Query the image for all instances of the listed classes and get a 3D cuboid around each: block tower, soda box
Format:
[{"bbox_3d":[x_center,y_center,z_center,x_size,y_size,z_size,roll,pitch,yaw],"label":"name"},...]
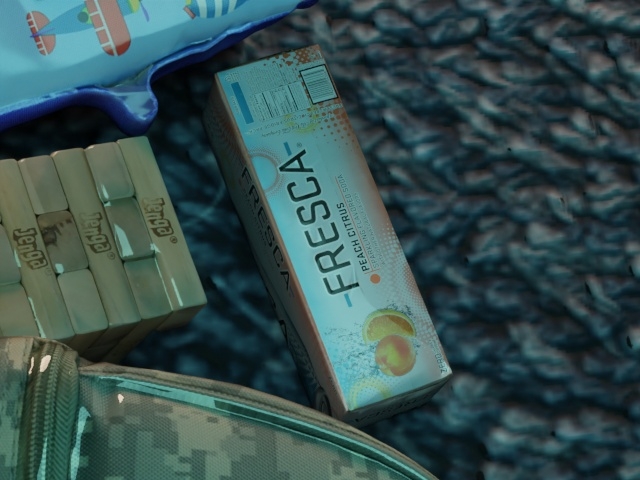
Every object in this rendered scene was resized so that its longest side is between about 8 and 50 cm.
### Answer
[{"bbox_3d":[-0.221,0.036,0.803,0.335,0.097,0.091,-12,73,-32],"label":"block tower"},{"bbox_3d":[0.000,0.000,0.923,0.058,0.063,0.183,-17,75,-15],"label":"soda box"}]

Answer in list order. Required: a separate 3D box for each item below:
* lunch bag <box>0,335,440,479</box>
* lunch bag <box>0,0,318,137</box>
[{"bbox_3d":[-0.080,0.163,0.721,0.256,0.305,0.213,3,71,-10],"label":"lunch bag"},{"bbox_3d":[-0.150,-0.176,0.913,0.221,0.138,0.293,-22,77,-17],"label":"lunch bag"}]
